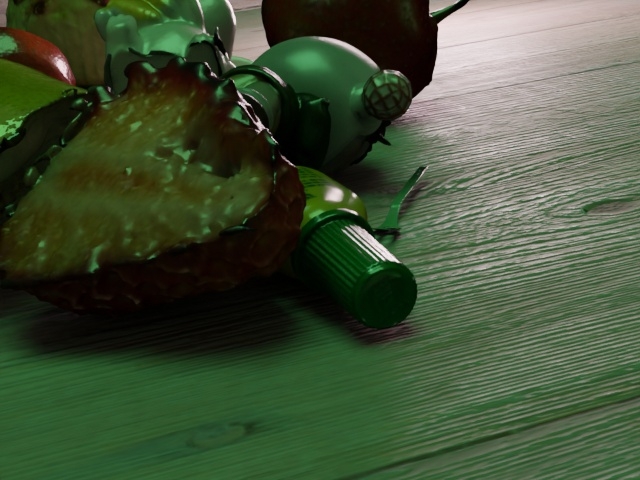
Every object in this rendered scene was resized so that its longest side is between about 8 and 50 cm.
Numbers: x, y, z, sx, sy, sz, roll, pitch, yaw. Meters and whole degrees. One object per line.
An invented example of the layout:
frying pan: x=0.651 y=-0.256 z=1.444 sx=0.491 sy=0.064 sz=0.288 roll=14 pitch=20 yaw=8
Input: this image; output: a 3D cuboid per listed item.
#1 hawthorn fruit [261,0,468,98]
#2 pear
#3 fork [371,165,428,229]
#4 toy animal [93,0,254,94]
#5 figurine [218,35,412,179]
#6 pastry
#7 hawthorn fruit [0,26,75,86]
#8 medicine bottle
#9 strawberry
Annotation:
hawthorn fruit: x=0.074 y=-0.314 z=1.583 sx=0.300 sy=0.254 sz=0.254 roll=-22 pitch=17 yaw=4
pear: x=-0.345 y=-0.088 z=1.033 sx=0.178 sy=0.267 sz=0.267 roll=39 pitch=31 yaw=8
fork: x=0.084 y=-0.038 z=1.111 sx=0.039 sy=0.021 sz=0.235 roll=3 pitch=18 yaw=18
toy animal: x=-0.198 y=-0.268 z=1.592 sx=0.183 sy=0.247 sz=0.310 roll=-26 pitch=18 yaw=12
figurine: x=-0.040 y=-0.133 z=1.187 sx=0.281 sy=0.167 sz=0.370 roll=-22 pitch=4 yaw=26
pastry: x=-0.472 y=-0.488 z=2.282 sx=0.388 sy=0.313 sz=0.388 roll=-3 pitch=16 yaw=1
hawthorn fruit: x=-0.487 y=-0.250 z=1.790 sx=0.225 sy=0.197 sz=0.196 roll=12 pitch=13 yaw=-14
medicine bottle: x=0.000 y=0.000 z=0.924 sx=0.111 sy=0.076 sz=0.309 roll=-27 pitch=21 yaw=-10
strawberry: x=-0.117 y=-0.035 z=0.919 sx=0.280 sy=0.150 sz=0.253 roll=-10 pitch=46 yaw=25
